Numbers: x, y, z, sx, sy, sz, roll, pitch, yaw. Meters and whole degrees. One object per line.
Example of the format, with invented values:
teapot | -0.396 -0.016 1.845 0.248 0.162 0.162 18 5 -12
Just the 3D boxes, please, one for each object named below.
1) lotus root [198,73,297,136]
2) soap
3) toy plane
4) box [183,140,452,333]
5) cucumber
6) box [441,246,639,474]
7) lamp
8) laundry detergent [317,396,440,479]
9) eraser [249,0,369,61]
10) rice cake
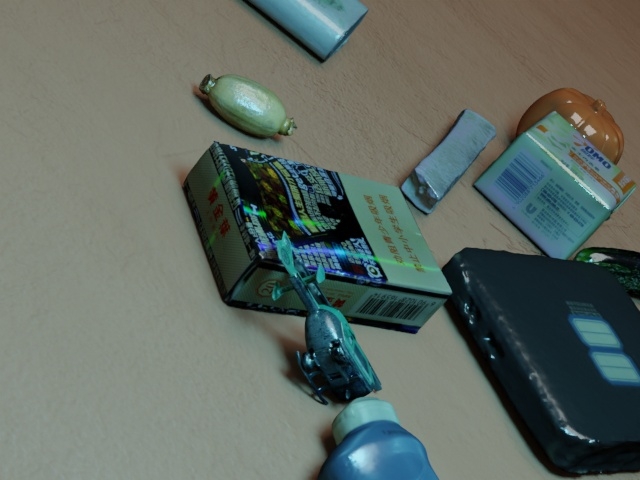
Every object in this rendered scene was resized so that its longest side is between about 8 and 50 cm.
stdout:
lotus root | -0.094 -0.183 1.632 0.150 0.062 0.073 27 34 -17
soap | 0.386 -0.091 1.948 0.199 0.138 0.182 44 30 9
toy plane | 0.008 0.099 1.323 0.235 0.060 0.096 60 26 -23
box | 0.000 0.000 1.477 0.310 0.084 0.198 12 41 -38
cucumber | 0.509 0.051 1.960 0.241 0.074 0.074 13 40 -35
box | 0.357 0.159 1.648 0.359 0.091 0.350 7 43 -41
lamp | 0.447 -0.185 2.108 0.188 0.164 0.187 27 31 -18
laundry detergent | 0.074 0.279 1.201 0.143 0.094 0.289 9 39 -31
eraser | -0.043 -0.405 1.955 0.227 0.081 0.174 39 32 -2
rice cake | 0.206 -0.129 1.884 0.073 0.056 0.365 40 31 1
